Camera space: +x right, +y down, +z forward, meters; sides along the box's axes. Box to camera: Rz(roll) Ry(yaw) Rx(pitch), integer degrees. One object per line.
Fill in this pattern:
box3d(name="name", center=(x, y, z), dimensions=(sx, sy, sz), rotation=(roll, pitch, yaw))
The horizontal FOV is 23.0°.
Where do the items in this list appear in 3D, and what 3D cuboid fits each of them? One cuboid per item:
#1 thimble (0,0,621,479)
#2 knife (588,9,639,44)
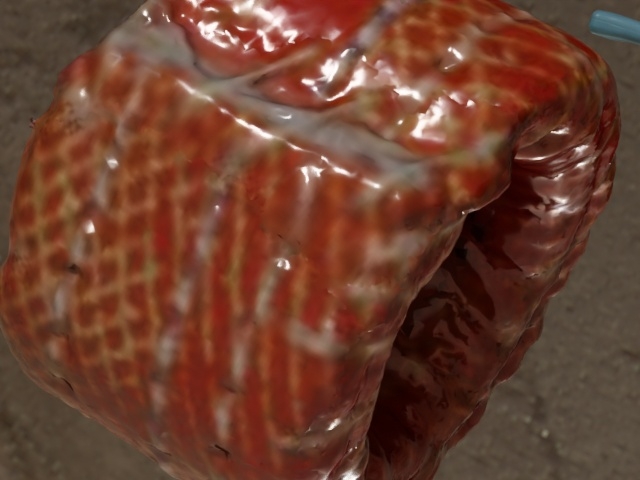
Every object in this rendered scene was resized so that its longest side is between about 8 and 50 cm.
box3d(name="thimble", center=(0.000, 0.000, 0.912), dimensions=(0.230, 0.350, 0.350), rotation=(32, 149, 20))
box3d(name="knife", center=(0.399, -0.223, 1.789), dimensions=(0.058, 0.032, 0.244), rotation=(15, -170, -41))
